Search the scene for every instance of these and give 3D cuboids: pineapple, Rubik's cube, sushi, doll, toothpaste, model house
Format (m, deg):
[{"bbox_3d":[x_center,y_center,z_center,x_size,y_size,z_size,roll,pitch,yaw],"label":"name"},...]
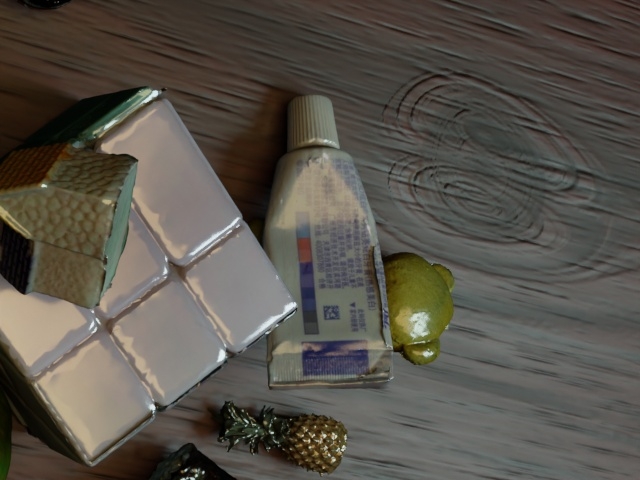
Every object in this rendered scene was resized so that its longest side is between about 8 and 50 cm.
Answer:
[{"bbox_3d":[-0.039,0.175,1.649,0.124,0.058,0.058,19,84,-21],"label":"pineapple"},{"bbox_3d":[-0.190,0.025,1.489,0.224,0.231,0.221,-37,104,-17],"label":"Rubik's cube"},{"bbox_3d":[-0.140,0.254,1.590,0.078,0.090,0.150,43,70,-9],"label":"sushi"},{"bbox_3d":[0.020,0.047,1.667,0.209,0.097,0.137,19,52,-6],"label":"doll"},{"bbox_3d":[0.002,0.000,1.609,0.068,0.099,0.282,40,41,-59],"label":"toothpaste"},{"bbox_3d":[-0.196,-0.016,1.329,0.100,0.088,0.101,13,118,1],"label":"model house"}]

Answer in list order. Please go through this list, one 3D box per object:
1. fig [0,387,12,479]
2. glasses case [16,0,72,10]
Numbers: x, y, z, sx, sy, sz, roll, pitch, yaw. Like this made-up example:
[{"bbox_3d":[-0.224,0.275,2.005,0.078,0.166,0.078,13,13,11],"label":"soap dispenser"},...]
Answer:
[{"bbox_3d":[-0.366,0.117,1.404,0.206,0.206,0.275,-32,127,-19],"label":"fig"},{"bbox_3d":[-0.284,-0.317,1.531,0.103,0.067,0.267,-41,105,-18],"label":"glasses case"}]
